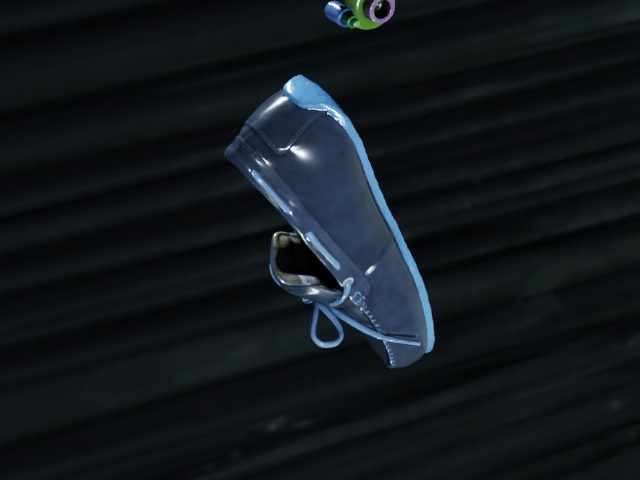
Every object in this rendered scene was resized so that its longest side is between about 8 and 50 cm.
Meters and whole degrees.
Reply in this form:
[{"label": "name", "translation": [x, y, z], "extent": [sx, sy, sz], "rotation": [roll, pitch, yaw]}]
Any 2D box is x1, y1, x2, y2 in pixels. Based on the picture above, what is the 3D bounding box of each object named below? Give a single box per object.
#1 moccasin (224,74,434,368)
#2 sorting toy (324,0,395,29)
[{"label": "moccasin", "translation": [0.000, 0.000, 1.501], "extent": [0.137, 0.116, 0.342], "rotation": [42, 163, 50]}, {"label": "sorting toy", "translation": [0.035, -0.214, 1.466], "extent": [0.102, 0.061, 0.042], "rotation": [35, -177, -41]}]
